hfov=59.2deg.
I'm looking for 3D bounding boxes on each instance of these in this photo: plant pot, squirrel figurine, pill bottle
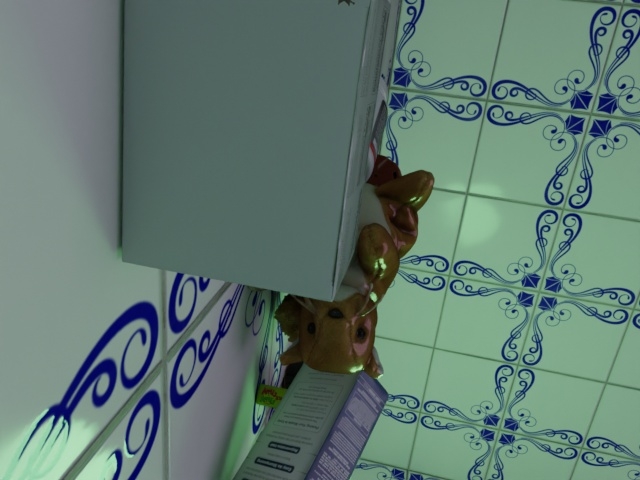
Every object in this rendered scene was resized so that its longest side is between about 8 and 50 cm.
[{"bbox_3d":[0.174,-0.125,1.835,0.265,0.273,0.272,66,35,-60],"label":"plant pot"},{"bbox_3d":[0.045,0.097,1.095,0.397,0.281,0.370,101,-4,-58],"label":"squirrel figurine"},{"bbox_3d":[0.057,-0.248,1.215,0.161,0.162,0.283,91,13,-45],"label":"pill bottle"}]

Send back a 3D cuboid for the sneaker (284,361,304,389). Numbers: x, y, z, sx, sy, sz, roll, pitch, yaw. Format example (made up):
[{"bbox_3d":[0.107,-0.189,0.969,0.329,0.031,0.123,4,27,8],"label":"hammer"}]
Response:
[{"bbox_3d":[-0.059,0.468,1.439,0.136,0.116,0.313,90,14,-55],"label":"sneaker"}]

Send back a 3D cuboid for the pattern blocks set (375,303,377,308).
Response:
[{"bbox_3d":[0.127,0.147,1.590,0.324,0.026,0.285,66,31,-55],"label":"pattern blocks set"}]

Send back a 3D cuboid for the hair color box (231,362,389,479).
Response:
[{"bbox_3d":[-0.028,0.395,1.051,0.105,0.174,0.347,53,52,-24],"label":"hair color box"}]

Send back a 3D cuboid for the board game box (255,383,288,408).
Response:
[{"bbox_3d":[-0.079,0.357,1.261,0.181,0.092,0.043,72,28,-71],"label":"board game box"}]

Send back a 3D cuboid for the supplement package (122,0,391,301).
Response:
[{"bbox_3d":[-0.059,-0.103,0.530,0.145,0.204,0.261,-56,154,-71],"label":"supplement package"}]

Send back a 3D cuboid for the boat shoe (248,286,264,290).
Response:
[{"bbox_3d":[-0.091,0.056,0.959,0.170,0.059,0.062,65,36,-74],"label":"boat shoe"}]
